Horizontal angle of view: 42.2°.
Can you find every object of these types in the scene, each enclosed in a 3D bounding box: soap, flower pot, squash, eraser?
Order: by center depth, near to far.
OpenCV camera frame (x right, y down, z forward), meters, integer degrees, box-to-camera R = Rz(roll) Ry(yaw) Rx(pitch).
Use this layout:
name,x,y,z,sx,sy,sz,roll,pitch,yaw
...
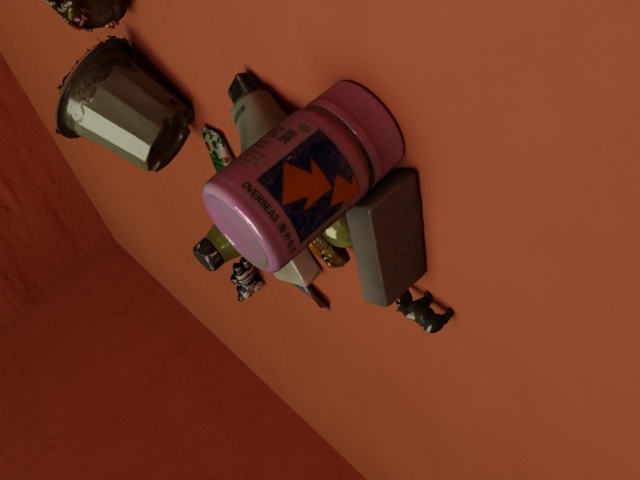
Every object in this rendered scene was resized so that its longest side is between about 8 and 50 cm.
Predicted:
name,x,y,z,sx,sy,sz,roll,pitch,yaw
eraser,0.119,0.002,1.469,0.077,0.111,0.352,41,160,31
squash,-0.011,-0.087,1.655,0.250,0.083,0.083,50,162,9
flower pot,-0.456,-0.312,2.000,0.259,0.290,0.290,33,159,9
soap,-0.080,0.045,2.088,0.121,0.064,0.183,58,159,-18

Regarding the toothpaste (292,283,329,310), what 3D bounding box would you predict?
name,x,y,z,sx,sy,sz,roll,pitch,yaw
toothpaste,-0.093,0.085,2.229,0.301,0.048,0.075,41,156,18

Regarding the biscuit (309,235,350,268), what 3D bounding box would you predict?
name,x,y,z,sx,sy,sz,roll,pitch,yaw
biscuit,-0.003,0.002,1.728,0.170,0.050,0.170,46,-169,-11

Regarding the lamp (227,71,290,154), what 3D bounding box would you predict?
name,x,y,z,sx,sy,sz,roll,pitch,yaw
lamp,-0.097,-0.161,1.549,0.314,0.182,0.182,46,162,28

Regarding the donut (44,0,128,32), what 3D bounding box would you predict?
name,x,y,z,sx,sy,sz,roll,pitch,yaw
donut,-0.558,-0.592,1.829,0.345,0.136,0.259,43,158,24

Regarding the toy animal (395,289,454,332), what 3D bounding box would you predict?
name,x,y,z,sx,sy,sz,roll,pitch,yaw
toy animal,0.193,0.133,1.629,0.136,0.065,0.047,38,158,34

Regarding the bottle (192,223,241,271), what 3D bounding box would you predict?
name,x,y,z,sx,sy,sz,roll,pitch,yaw
bottle,-0.156,-0.036,1.785,0.112,0.260,0.112,43,160,19

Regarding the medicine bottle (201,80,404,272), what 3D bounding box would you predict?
name,x,y,z,sx,sy,sz,roll,pitch,yaw
medicine bottle,-0.025,-0.102,1.306,0.178,0.291,0.178,43,161,19

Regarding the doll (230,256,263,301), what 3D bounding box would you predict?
name,x,y,z,sx,sy,sz,roll,pitch,yaw
doll,-0.225,0.120,2.526,0.067,0.091,0.219,41,161,22

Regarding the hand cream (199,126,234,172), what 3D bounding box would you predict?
name,x,y,z,sx,sy,sz,roll,pitch,yaw
hand cream,-0.222,-0.156,2.038,0.095,0.059,0.276,24,145,48
